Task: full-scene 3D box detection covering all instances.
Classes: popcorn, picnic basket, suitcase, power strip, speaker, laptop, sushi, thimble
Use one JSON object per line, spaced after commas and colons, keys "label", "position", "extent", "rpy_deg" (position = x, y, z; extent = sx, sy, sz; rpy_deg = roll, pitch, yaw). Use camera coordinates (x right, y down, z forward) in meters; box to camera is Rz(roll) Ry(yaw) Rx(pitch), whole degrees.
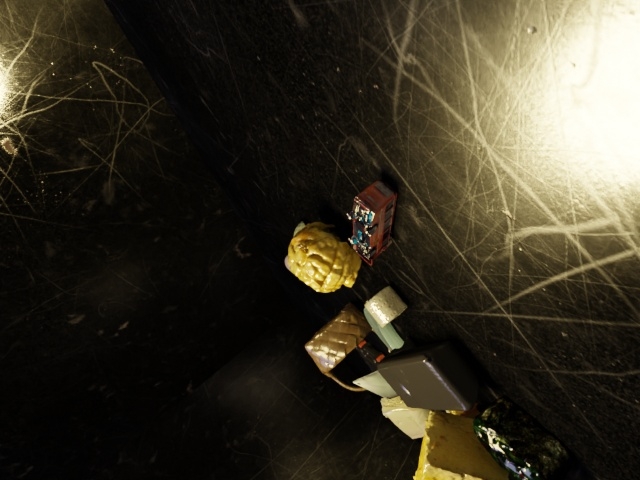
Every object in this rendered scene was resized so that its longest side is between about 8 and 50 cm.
{"label": "popcorn", "position": [0.008, 0.054, 1.413], "extent": [0.250, 0.190, 0.250], "rpy_deg": [42, -167, -12]}
{"label": "picnic basket", "position": [0.130, 0.445, 1.881], "extent": [0.337, 0.293, 0.337], "rpy_deg": [46, -173, -7]}
{"label": "suitcase", "position": [0.284, 0.589, 2.225], "extent": [0.206, 0.066, 0.285], "rpy_deg": [57, 166, -21]}
{"label": "power strip", "position": [0.229, 0.307, 1.672], "extent": [0.167, 0.054, 0.254], "rpy_deg": [40, 162, 52]}
{"label": "speaker", "position": [0.321, 0.366, 1.373], "extent": [0.180, 0.184, 0.388], "rpy_deg": [50, 157, 3]}
{"label": "laptop", "position": [0.266, 0.524, 1.745], "extent": [0.187, 0.015, 0.269], "rpy_deg": [29, 139, -18]}
{"label": "sushi", "position": [0.481, 0.498, 1.145], "extent": [0.225, 0.127, 0.124], "rpy_deg": [40, 161, 39]}
{"label": "thimble", "position": [0.189, 0.192, 1.380], "extent": [0.090, 0.102, 0.115], "rpy_deg": [50, 160, 13]}

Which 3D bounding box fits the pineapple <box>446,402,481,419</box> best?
{"label": "pineapple", "position": [0.469, 0.574, 1.434], "extent": [0.236, 0.114, 0.186], "rpy_deg": [48, 167, 32]}

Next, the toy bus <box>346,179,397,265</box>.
{"label": "toy bus", "position": [0.115, -0.032, 1.036], "extent": [0.073, 0.096, 0.235], "rpy_deg": [45, 165, 23]}

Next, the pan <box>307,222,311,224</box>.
{"label": "pan", "position": [0.002, -0.002, 1.626], "extent": [0.114, 0.040, 0.212], "rpy_deg": [28, -156, -39]}

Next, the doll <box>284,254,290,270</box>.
{"label": "doll", "position": [-0.081, 0.117, 2.153], "extent": [0.160, 0.094, 0.365], "rpy_deg": [43, 170, -5]}

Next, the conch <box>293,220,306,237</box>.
{"label": "conch", "position": [-0.046, 0.015, 1.729], "extent": [0.173, 0.105, 0.116], "rpy_deg": [59, 163, 7]}

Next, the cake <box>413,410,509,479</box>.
{"label": "cake", "position": [0.370, 0.658, 1.286], "extent": [0.227, 0.222, 0.286], "rpy_deg": [12, 113, 13]}

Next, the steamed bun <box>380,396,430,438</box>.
{"label": "steamed bun", "position": [0.380, 0.686, 1.919], "extent": [0.226, 0.199, 0.171], "rpy_deg": [55, -153, -24]}
